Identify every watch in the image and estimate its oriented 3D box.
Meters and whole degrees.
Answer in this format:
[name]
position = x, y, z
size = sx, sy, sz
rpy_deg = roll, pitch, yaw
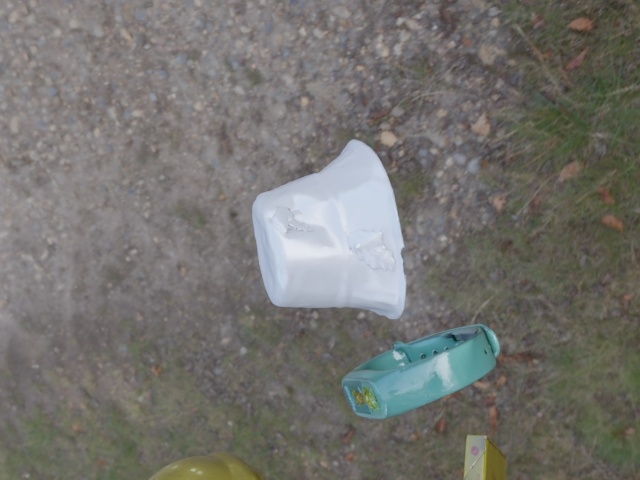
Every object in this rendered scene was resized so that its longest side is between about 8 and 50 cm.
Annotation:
[watch]
position = 0.130, 0.173, 1.108
size = 0.068, 0.195, 0.237
rpy_deg = 66, 158, 3

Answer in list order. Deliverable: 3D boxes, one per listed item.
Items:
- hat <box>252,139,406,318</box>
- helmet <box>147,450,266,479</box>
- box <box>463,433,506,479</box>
[hat]
position = 0.000, 0.000, 0.847
size = 0.126, 0.203, 0.203
rpy_deg = -11, 112, -10
[helmet]
position = -0.116, 0.307, 0.898
size = 0.205, 0.140, 0.257
rpy_deg = 32, 167, -14
[box]
position = 0.141, 0.256, 0.713
size = 0.023, 0.155, 0.087
rpy_deg = -5, 152, 27
